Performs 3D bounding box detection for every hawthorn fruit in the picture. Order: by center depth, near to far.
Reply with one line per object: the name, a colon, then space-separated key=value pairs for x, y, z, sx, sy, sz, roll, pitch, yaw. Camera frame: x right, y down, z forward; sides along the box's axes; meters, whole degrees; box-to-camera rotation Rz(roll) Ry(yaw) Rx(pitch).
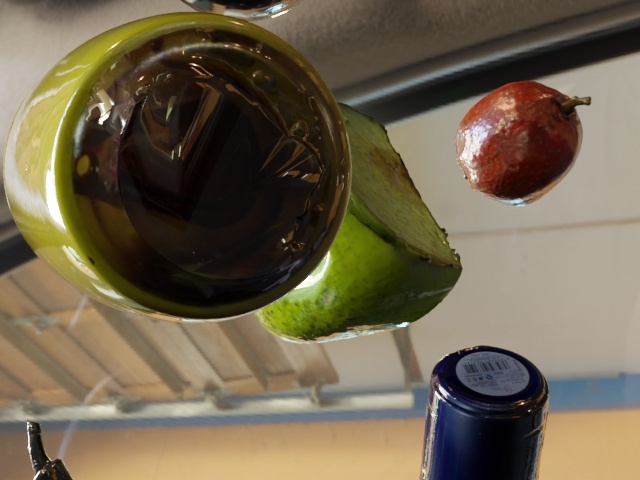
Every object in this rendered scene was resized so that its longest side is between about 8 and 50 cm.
hawthorn fruit: x=0.353 y=-0.175 z=1.414 sx=0.205 sy=0.205 sz=0.253 roll=31 pitch=-48 yaw=-30

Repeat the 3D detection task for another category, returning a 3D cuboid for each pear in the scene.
pear: x=0.000 y=0.000 z=0.979 sx=0.159 sy=0.293 sz=0.292 roll=9 pitch=-31 yaw=-34

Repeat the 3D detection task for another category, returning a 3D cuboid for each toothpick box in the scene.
toothpick box: x=-0.090 y=-0.040 z=0.484 sx=0.175 sy=0.175 sz=0.271 roll=22 pitch=-4 yaw=-21

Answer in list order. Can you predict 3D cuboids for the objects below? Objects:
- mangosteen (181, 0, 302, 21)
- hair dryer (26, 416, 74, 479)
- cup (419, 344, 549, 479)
mangosteen: x=-0.111 y=-0.486 z=1.195 sx=0.306 sy=0.307 sz=0.347 roll=19 pitch=-44 yaw=-17
hair dryer: x=-0.244 y=0.296 z=0.913 sx=0.272 sy=0.091 sz=0.235 roll=45 pitch=-57 yaw=7
cup: x=0.230 y=0.277 z=1.246 sx=0.178 sy=0.255 sz=0.256 roll=-2 pitch=-63 yaw=-5
